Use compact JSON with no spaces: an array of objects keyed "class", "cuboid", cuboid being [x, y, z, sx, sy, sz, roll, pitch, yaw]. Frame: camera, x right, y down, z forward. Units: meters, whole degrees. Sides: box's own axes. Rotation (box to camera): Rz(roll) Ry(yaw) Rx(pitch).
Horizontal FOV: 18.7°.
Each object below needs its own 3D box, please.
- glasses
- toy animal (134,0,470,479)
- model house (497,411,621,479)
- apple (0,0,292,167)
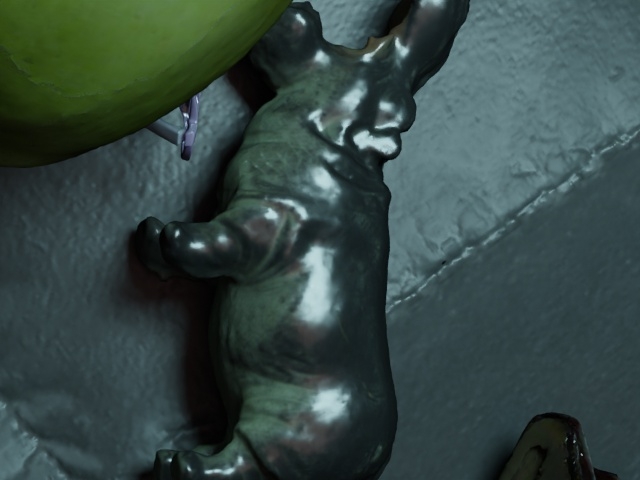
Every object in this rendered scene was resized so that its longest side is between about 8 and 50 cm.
[{"class":"glasses","cuboid":[-0.119,-0.099,1.098,0.104,0.140,0.062,6,128,-6]},{"class":"toy animal","cuboid":[-0.015,-0.008,1.132,0.168,0.106,0.343,12,86,-16]},{"class":"model house","cuboid":[0.170,0.231,1.203,0.164,0.141,0.203,21,108,-38]},{"class":"apple","cuboid":[-0.143,-0.214,0.956,0.357,0.357,0.357,-1,93,-17]}]
